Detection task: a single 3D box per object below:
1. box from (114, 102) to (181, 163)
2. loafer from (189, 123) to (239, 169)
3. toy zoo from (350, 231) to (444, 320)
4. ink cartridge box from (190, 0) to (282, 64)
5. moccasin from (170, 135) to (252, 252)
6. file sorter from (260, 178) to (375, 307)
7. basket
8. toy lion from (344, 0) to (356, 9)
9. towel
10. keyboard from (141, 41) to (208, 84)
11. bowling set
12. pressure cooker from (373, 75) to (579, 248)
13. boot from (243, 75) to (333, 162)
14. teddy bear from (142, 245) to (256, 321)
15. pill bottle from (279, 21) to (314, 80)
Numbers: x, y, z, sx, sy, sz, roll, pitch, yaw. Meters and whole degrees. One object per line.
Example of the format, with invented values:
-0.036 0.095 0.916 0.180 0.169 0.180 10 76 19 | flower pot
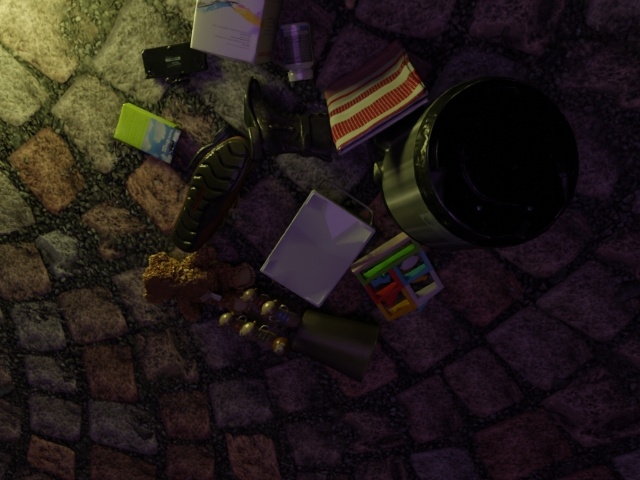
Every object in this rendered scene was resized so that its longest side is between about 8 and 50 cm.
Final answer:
-0.486 -0.304 1.547 0.178 0.042 0.109 25 113 -1 | box
-0.298 -0.251 1.528 0.170 0.062 0.061 -38 105 21 | loafer
0.228 0.116 1.527 0.192 0.030 0.293 -32 128 5 | toy zoo
-0.198 -0.568 1.334 0.168 0.171 0.232 15 111 4 | ink cartridge box
-0.289 -0.127 1.540 0.139 0.147 0.380 33 116 12 | moccasin
0.000 0.000 1.510 0.193 0.173 0.277 33 112 -4 | file sorter
0.044 0.303 1.630 0.227 0.154 0.204 20 128 6 | basket
0.079 -0.631 1.344 0.100 0.034 0.096 40 104 -6 | toy lion
0.119 -0.348 1.288 0.237 0.329 0.037 -31 124 18 | towel
-0.395 -0.476 1.482 0.180 0.023 0.108 -5 103 12 | keyboard
-0.152 0.226 1.580 0.154 0.200 0.287 33 105 -32 | bowling set
0.331 -0.158 1.286 0.376 0.420 0.369 -12 89 -10 | pressure cooker
-0.083 -0.319 1.444 0.229 0.091 0.262 -6 73 -12 | boot
-0.363 0.129 1.666 0.338 0.113 0.245 -9 116 4 | teddy bear
-0.058 -0.482 1.393 0.078 0.078 0.137 -4 109 10 | pill bottle
